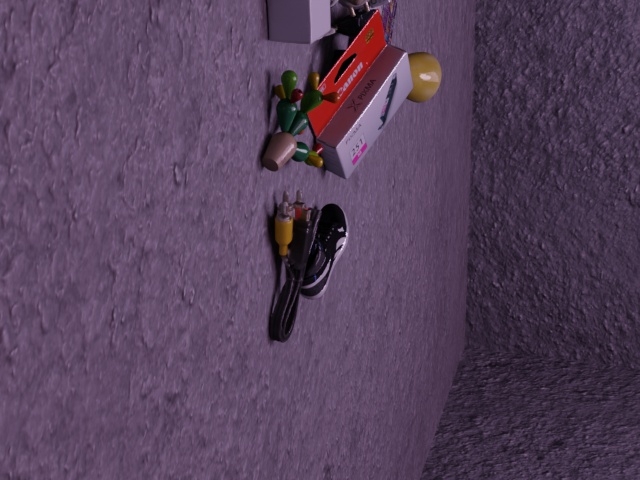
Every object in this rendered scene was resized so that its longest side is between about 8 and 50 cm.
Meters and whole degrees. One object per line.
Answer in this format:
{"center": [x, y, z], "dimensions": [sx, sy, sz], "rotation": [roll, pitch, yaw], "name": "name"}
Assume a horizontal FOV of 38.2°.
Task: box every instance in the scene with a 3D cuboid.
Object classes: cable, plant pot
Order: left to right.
{"center": [-0.059, 0.044, 1.752], "dimensions": [0.139, 0.072, 0.287], "rotation": [-39, 143, -65], "name": "cable"}
{"center": [0.236, -0.436, 2.439], "dimensions": [0.095, 0.134, 0.134], "rotation": [0, 96, -48], "name": "plant pot"}

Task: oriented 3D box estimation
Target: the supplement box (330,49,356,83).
{"center": [0.059, -0.349, 1.973], "dimensions": [0.083, 0.056, 0.083], "rotation": [54, 45, -64], "name": "supplement box"}

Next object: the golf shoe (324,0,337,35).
{"center": [-0.003, -0.459, 1.690], "dimensions": [0.069, 0.086, 0.176], "rotation": [-48, 139, -60], "name": "golf shoe"}

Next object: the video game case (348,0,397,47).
{"center": [0.125, -0.502, 2.162], "dimensions": [0.210, 0.042, 0.232], "rotation": [41, 56, -68], "name": "video game case"}

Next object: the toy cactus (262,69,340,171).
{"center": [-0.041, -0.192, 1.657], "dimensions": [0.219, 0.112, 0.180], "rotation": [87, 27, -53], "name": "toy cactus"}

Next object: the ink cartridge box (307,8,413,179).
{"center": [0.086, -0.298, 1.910], "dimensions": [0.275, 0.060, 0.239], "rotation": [-55, 156, -16], "name": "ink cartridge box"}

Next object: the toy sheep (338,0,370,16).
{"center": [0.069, -0.519, 1.908], "dimensions": [0.132, 0.091, 0.091], "rotation": [-102, -175, -55], "name": "toy sheep"}

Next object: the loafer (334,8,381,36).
{"center": [0.085, -0.466, 1.987], "dimensions": [0.170, 0.061, 0.062], "rotation": [-24, 117, -64], "name": "loafer"}

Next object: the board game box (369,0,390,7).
{"center": [0.139, -0.657, 2.049], "dimensions": [0.193, 0.053, 0.305], "rotation": [66, 29, -23], "name": "board game box"}

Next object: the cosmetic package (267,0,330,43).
{"center": [-0.039, -0.462, 1.580], "dimensions": [0.117, 0.085, 0.231], "rotation": [-51, 145, -60], "name": "cosmetic package"}

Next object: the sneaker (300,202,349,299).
{"center": [0.000, 0.000, 1.856], "dimensions": [0.121, 0.079, 0.217], "rotation": [68, 34, -59], "name": "sneaker"}
